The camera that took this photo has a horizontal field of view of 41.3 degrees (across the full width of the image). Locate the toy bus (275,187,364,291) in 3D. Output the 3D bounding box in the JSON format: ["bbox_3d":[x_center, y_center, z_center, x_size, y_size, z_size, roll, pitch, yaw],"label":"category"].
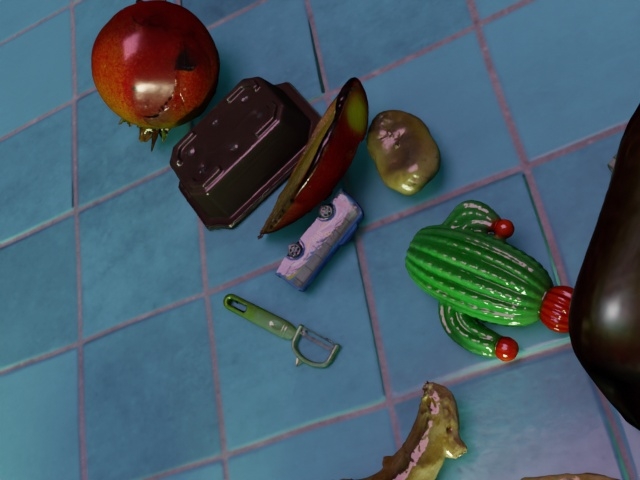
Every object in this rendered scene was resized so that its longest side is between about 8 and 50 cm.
[{"bbox_3d":[0.000,0.000,1.185,0.061,0.051,0.153,40,90,7],"label":"toy bus"}]

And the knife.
[{"bbox_3d":[-0.064,0.128,1.190,0.212,0.015,0.054,24,89,35],"label":"knife"}]

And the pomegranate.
[{"bbox_3d":[-0.268,-0.271,1.375,0.210,0.210,0.235,47,130,36],"label":"pomegranate"}]

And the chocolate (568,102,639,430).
[{"bbox_3d":[0.387,0.038,0.769,0.384,0.384,0.331,36,90,36],"label":"chocolate"}]

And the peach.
[{"bbox_3d":[-0.002,-0.094,1.184,0.279,0.068,0.189,-58,6,32],"label":"peach"}]

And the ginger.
[{"bbox_3d":[0.062,0.318,0.990,0.148,0.081,0.333,35,83,35],"label":"ginger"}]

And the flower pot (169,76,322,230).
[{"bbox_3d":[-0.129,-0.148,1.309,0.251,0.084,0.179,-42,55,6],"label":"flower pot"}]

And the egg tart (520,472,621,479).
[{"bbox_3d":[0.252,0.401,0.803,0.352,0.150,0.352,-8,69,22],"label":"egg tart"}]

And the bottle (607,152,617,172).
[{"bbox_3d":[0.388,-0.112,1.031,0.083,0.030,0.030,-44,54,6],"label":"bottle"}]

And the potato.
[{"bbox_3d":[0.114,-0.120,1.166,0.092,0.070,0.138,-32,57,15],"label":"potato"}]

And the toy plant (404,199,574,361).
[{"bbox_3d":[0.206,0.062,1.025,0.154,0.088,0.240,-48,64,17],"label":"toy plant"}]
